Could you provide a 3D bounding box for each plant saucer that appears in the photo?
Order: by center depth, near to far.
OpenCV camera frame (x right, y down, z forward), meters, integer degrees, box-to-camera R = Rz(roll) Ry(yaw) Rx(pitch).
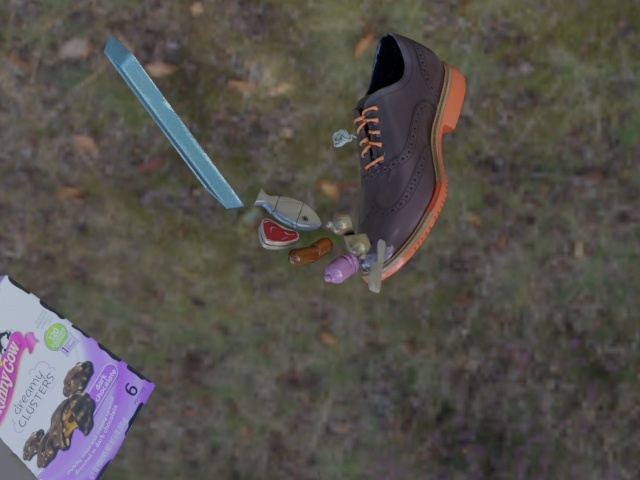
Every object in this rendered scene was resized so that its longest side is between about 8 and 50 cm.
[{"bbox_3d":[-0.137,-0.105,1.309,0.018,0.067,0.192,-40,123,-6],"label":"plant saucer"}]

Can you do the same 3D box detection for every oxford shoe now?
[{"bbox_3d":[0.061,-0.081,1.337,0.098,0.271,0.097,36,137,-27],"label":"oxford shoe"}]

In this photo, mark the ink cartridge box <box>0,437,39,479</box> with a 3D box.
[{"bbox_3d":[-0.243,0.245,0.606,0.308,0.223,0.129,-16,-164,-25],"label":"ink cartridge box"}]

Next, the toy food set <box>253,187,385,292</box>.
[{"bbox_3d":[0.000,0.000,1.202,0.122,0.078,0.019,18,142,-13],"label":"toy food set"}]

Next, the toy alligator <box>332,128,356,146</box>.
[{"bbox_3d":[0.088,-0.122,1.766,0.051,0.056,0.190,14,177,-34],"label":"toy alligator"}]

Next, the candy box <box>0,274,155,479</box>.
[{"bbox_3d":[-0.285,0.155,1.369,0.196,0.164,0.070,41,154,-26],"label":"candy box"}]

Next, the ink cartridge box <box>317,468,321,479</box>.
[{"bbox_3d":[-0.038,0.392,1.391,0.130,0.271,0.309,-7,-178,-2],"label":"ink cartridge box"}]
